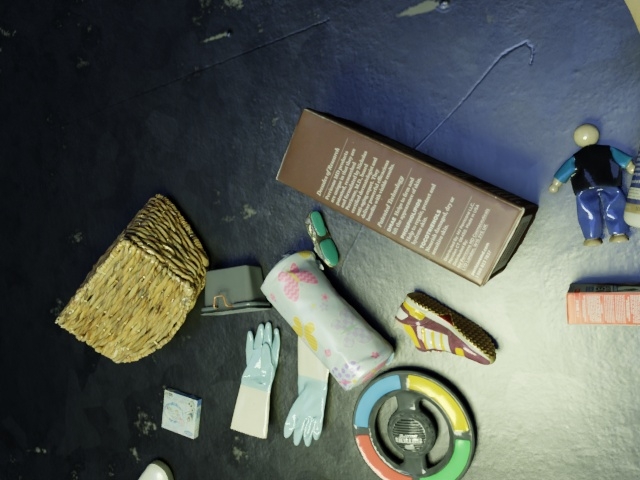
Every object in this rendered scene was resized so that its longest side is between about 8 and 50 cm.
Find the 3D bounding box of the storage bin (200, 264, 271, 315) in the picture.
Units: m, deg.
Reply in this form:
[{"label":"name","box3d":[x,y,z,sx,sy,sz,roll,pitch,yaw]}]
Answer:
[{"label":"storage bin","box3d":[-0.178,0.101,1.210,0.135,0.098,0.090,-11,79,26]}]

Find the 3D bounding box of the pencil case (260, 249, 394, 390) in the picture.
[{"label":"pencil case","box3d":[0.011,0.144,1.106,0.273,0.124,0.113,50,139,15]}]

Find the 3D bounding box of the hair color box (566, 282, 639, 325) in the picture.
[{"label":"hair color box","box3d":[0.461,0.094,0.897,0.167,0.093,0.053,-2,94,25]}]

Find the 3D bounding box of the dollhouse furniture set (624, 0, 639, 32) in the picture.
[{"label":"dollhouse furniture set","box3d":[0.556,-0.366,0.645,0.363,0.256,0.393,-10,67,-8]}]

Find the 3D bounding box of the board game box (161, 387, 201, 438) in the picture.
[{"label":"board game box","box3d":[-0.309,0.383,1.329,0.090,0.020,0.089,11,98,24]}]

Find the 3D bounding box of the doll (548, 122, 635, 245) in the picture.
[{"label":"doll","box3d":[0.422,-0.088,0.927,0.129,0.046,0.188,-9,91,25]}]

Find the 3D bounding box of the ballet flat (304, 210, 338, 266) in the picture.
[{"label":"ballet flat","box3d":[0.000,0.000,1.146,0.041,0.041,0.114,-24,83,25]}]

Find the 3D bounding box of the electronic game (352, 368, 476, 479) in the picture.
[{"label":"electronic game","box3d":[0.165,0.347,1.084,0.230,0.048,0.229,2,95,25]}]

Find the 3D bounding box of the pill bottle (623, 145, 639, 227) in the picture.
[{"label":"pill bottle","box3d":[0.523,-0.137,0.816,0.153,0.153,0.264,12,100,24]}]

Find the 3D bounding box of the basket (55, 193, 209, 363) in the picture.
[{"label":"basket","box3d":[-0.373,0.089,1.289,0.214,0.223,0.299,38,116,-16]}]

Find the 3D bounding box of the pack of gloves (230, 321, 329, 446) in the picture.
[{"label":"pack of gloves","box3d":[-0.069,0.285,1.204,0.195,0.046,0.231,8,87,24]}]

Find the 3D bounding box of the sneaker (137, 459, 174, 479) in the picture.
[{"label":"sneaker","box3d":[-0.423,0.632,1.334,0.090,0.145,0.269,27,105,21]}]

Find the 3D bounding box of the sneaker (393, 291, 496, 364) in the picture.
[{"label":"sneaker","box3d":[0.214,0.170,1.042,0.186,0.070,0.083,36,117,25]}]

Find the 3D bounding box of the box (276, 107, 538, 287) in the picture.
[{"label":"box","box3d":[0.141,-0.078,0.983,0.382,0.191,0.143,31,106,21]}]
